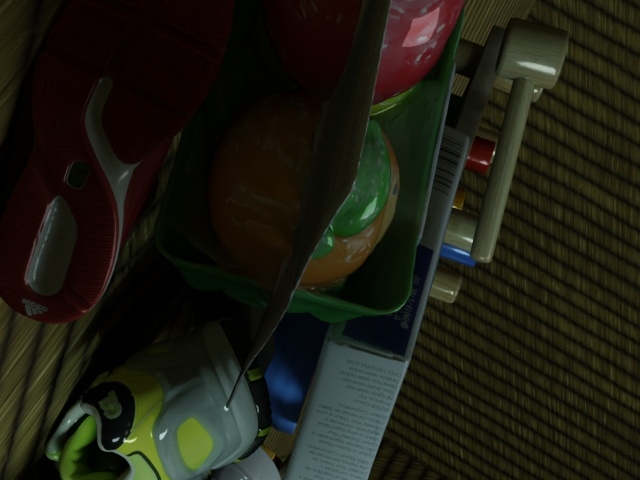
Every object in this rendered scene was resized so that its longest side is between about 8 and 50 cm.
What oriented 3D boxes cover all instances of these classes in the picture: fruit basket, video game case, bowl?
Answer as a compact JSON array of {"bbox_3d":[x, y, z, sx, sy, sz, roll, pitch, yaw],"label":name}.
[{"bbox_3d":[0.022,-0.095,0.755,0.353,0.165,0.327,129,-23,-63],"label":"fruit basket"},{"bbox_3d":[-0.082,0.076,1.217,0.193,0.023,0.212,114,-21,-43],"label":"video game case"},{"bbox_3d":[0.000,0.000,1.355,0.391,0.077,0.391,18,90,-89],"label":"bowl"}]

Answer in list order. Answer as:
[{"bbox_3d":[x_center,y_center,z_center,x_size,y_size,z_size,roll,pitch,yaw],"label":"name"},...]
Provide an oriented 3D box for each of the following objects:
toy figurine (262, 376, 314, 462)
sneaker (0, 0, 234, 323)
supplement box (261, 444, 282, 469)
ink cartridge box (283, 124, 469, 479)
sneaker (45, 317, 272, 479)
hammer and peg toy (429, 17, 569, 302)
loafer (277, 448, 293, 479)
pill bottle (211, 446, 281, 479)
[{"bbox_3d":[-0.019,0.201,1.950,0.217,0.191,0.362,-57,175,-50],"label":"toy figurine"},{"bbox_3d":[-0.112,-0.072,0.730,0.221,0.087,0.128,-59,-171,14],"label":"sneaker"},{"bbox_3d":[-0.156,0.328,1.720,0.191,0.129,0.194,-58,172,-9],"label":"supplement box"},{"bbox_3d":[0.029,0.113,1.088,0.324,0.071,0.330,-69,175,-55],"label":"ink cartridge box"},{"bbox_3d":[-0.175,0.185,1.163,0.147,0.145,0.385,-11,152,-29],"label":"sneaker"},{"bbox_3d":[0.135,-0.084,1.389,0.361,0.127,0.266,104,6,-72],"label":"hammer and peg toy"},{"bbox_3d":[-0.038,0.303,1.716,0.056,0.050,0.148,112,-5,-64],"label":"loafer"},{"bbox_3d":[-0.184,0.353,1.420,0.334,0.188,0.188,-53,170,-37],"label":"pill bottle"}]
